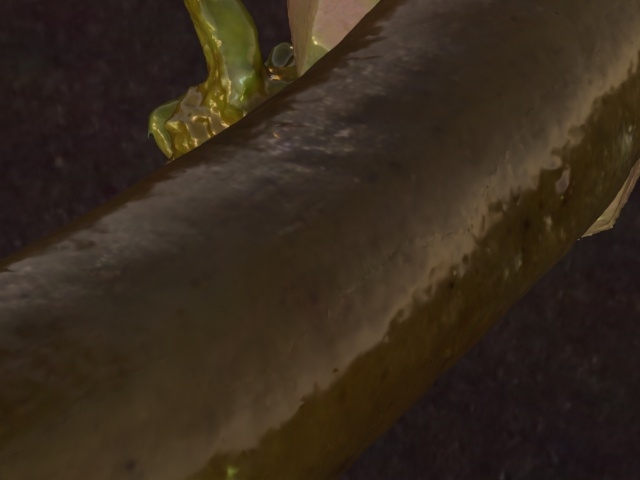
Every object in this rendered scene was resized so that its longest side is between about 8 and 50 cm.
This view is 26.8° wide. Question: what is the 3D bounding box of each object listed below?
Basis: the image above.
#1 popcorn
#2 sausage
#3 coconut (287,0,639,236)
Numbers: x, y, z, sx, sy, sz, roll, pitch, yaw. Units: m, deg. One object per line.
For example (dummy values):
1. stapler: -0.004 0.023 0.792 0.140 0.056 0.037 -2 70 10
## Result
1. popcorn: -0.037 -0.092 1.337 0.290 0.321 0.326 -1 9 -38
2. sausage: 0.001 0.003 0.484 0.123 0.136 0.501 9 38 42
3. coconut: 0.095 -0.132 0.810 0.245 0.233 0.233 24 50 14
